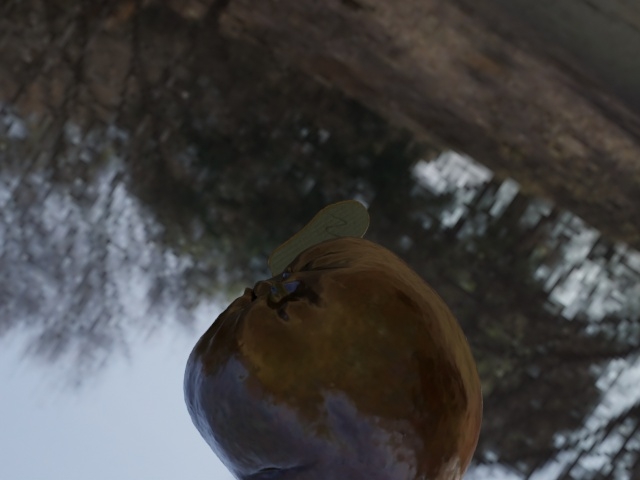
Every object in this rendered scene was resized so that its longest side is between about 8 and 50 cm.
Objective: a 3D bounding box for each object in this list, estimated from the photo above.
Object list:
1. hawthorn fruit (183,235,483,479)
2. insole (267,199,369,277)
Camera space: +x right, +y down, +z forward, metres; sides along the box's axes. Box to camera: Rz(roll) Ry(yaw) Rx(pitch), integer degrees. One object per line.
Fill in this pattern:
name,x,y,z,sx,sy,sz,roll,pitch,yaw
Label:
hawthorn fruit,0.030,0.157,1.501,0.301,0.268,0.268,55,-179,-17
insole,0.000,0.000,1.935,0.004,0.188,0.064,-14,106,48
